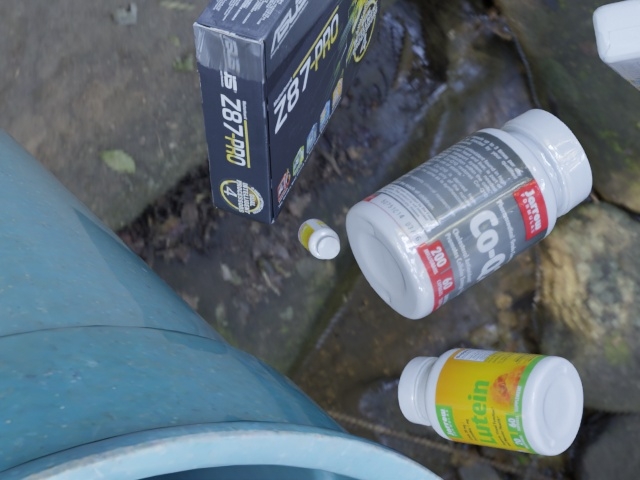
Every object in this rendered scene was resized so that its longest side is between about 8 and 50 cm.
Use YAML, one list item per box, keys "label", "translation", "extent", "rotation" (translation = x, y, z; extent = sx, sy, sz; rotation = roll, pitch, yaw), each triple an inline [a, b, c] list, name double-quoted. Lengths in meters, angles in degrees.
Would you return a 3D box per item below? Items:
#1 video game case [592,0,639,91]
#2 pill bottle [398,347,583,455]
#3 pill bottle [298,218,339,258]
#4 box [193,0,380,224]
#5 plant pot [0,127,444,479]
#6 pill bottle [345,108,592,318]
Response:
- label: "video game case"
  translation: [0.244, -0.100, 0.516]
  extent: [0.227, 0.206, 0.026]
  rotation: [-10, 89, 20]
- label: "pill bottle"
  translation: [0.236, 0.225, 1.713]
  extent: [0.136, 0.246, 0.136]
  rotation: [-1, 91, -47]
- label: "pill bottle"
  translation: [0.000, 0.000, 1.635]
  extent: [0.043, 0.083, 0.043]
  rotation: [-4, 106, -15]
- label: "box"
  translation: [-0.026, -0.266, 1.511]
  extent: [0.097, 0.395, 0.318]
  rotation: [18, 143, 15]
- label: "plant pot"
  translation: [-0.163, 0.114, 0.500]
  extent: [0.341, 0.334, 0.341]
  rotation: [-20, 131, -24]
- label: "pill bottle"
  translation: [0.187, -0.039, 1.486]
  extent: [0.283, 0.161, 0.161]
  rotation: [-32, 119, -18]
